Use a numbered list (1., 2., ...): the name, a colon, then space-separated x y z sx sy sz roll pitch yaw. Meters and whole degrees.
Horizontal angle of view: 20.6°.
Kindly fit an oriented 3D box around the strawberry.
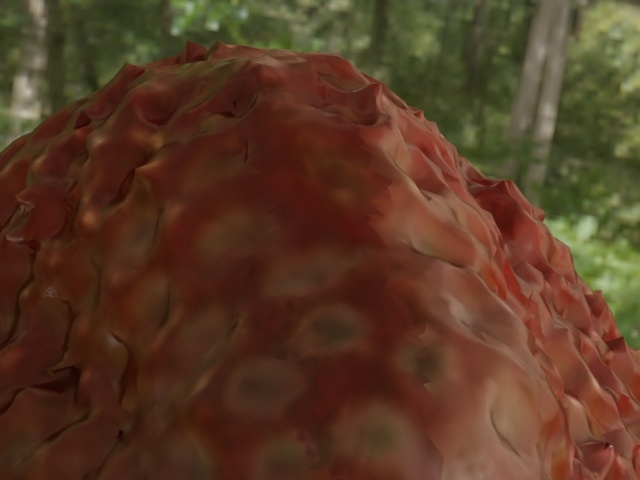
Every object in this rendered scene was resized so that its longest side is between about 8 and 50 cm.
1. strawberry: -0.012 0.108 0.467 0.267 0.312 0.351 -15 -165 -9
